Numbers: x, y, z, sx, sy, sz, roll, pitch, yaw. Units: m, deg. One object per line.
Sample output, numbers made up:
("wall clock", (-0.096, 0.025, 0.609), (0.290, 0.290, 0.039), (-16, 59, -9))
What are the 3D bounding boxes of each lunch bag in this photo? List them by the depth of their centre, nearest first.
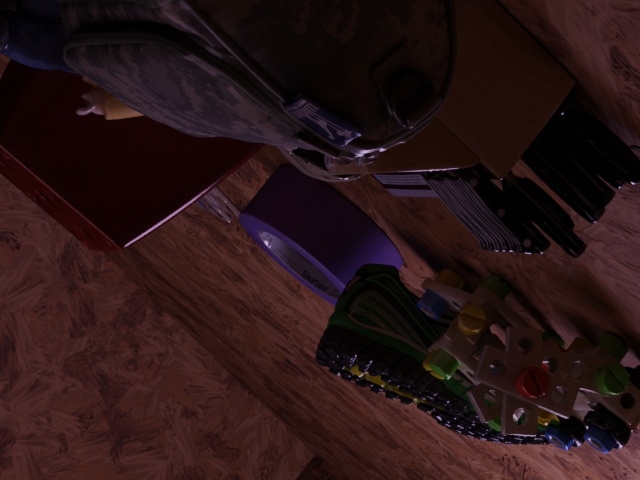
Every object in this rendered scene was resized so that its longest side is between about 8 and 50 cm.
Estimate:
("lunch bag", (-0.056, -0.179, 1.249), (0.256, 0.212, 0.305), (58, 162, -18))

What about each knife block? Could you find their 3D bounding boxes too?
("knife block", (0.125, -0.121, 1.405), (0.088, 0.242, 0.276), (-176, 82, -70))

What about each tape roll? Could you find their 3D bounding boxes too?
("tape roll", (0.000, 0.000, 2.256), (0.189, 0.080, 0.189), (38, 169, 9))

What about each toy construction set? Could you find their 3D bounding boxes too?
("toy construction set", (0.213, 0.126, 1.931), (0.215, 0.151, 0.327), (41, 180, -10))

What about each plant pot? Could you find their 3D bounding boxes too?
("plant pot", (-0.223, -0.134, 2.036), (0.267, 0.236, 0.267), (42, 168, -13))

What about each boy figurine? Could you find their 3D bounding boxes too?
("boy figurine", (-0.180, -0.201, 1.849), (0.285, 0.177, 0.092), (10, 175, -19))

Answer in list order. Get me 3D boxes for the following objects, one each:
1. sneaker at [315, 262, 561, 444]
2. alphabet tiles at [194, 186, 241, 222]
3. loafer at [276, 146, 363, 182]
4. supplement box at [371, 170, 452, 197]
("sneaker", (0.169, 0.133, 2.148), (0.343, 0.146, 0.134), (28, 162, -22))
("alphabet tiles", (-0.205, -0.096, 2.732), (0.237, 0.009, 0.198), (26, 163, 52))
("loafer", (-0.037, -0.142, 1.778), (0.268, 0.102, 0.092), (35, 172, -36))
("supplement box", (0.024, -0.139, 1.631), (0.239, 0.073, 0.130), (42, 168, -17))
